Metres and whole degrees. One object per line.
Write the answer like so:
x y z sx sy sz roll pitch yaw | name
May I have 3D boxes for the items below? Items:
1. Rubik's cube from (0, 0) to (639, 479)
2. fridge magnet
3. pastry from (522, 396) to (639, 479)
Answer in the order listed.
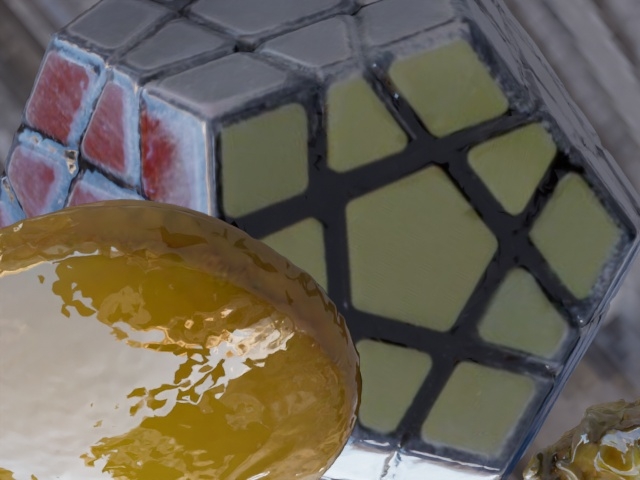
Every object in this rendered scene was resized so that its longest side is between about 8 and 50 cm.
0.000 0.000 0.848 0.264 0.319 0.319 30 174 11 | Rubik's cube
-0.058 0.041 0.564 0.143 0.143 0.063 51 -155 -35 | fridge magnet
0.241 0.136 0.963 0.250 0.102 0.154 -2 179 45 | pastry
